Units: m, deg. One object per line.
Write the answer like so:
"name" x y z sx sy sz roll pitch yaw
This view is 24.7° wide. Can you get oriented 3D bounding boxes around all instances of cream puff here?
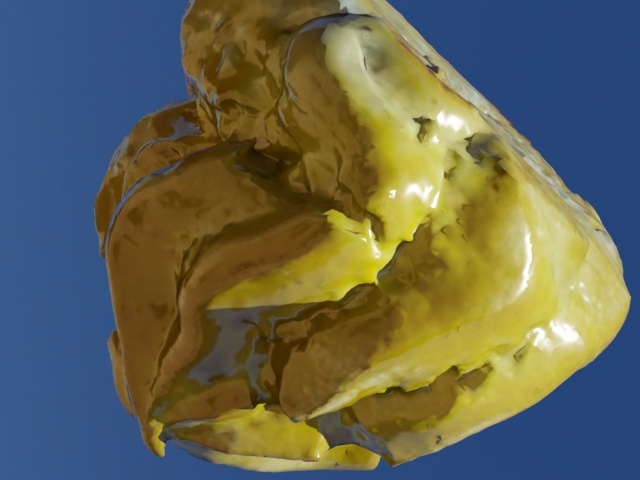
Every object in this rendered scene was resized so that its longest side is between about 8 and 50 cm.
"cream puff" 0.000 0.000 0.846 0.257 0.291 0.324 -42 -139 8
